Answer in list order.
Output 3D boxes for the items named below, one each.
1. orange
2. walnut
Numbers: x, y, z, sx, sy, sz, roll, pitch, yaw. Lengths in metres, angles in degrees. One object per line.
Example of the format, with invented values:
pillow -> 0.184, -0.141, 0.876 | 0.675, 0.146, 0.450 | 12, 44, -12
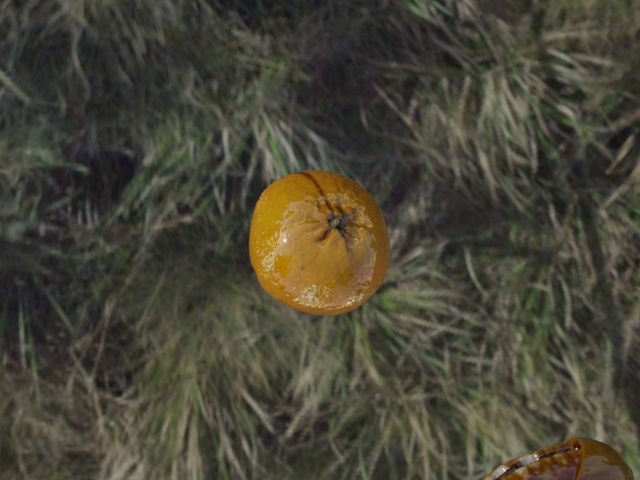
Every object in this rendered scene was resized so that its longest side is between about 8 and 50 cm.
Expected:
orange -> 0.000, 0.000, 1.369 | 0.193, 0.193, 0.161 | 12, 145, -16
walnut -> 0.234, 0.279, 1.127 | 0.207, 0.116, 0.116 | -25, 116, -6
